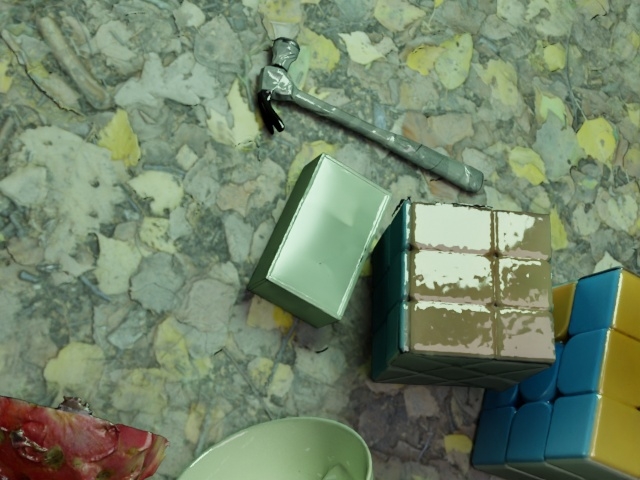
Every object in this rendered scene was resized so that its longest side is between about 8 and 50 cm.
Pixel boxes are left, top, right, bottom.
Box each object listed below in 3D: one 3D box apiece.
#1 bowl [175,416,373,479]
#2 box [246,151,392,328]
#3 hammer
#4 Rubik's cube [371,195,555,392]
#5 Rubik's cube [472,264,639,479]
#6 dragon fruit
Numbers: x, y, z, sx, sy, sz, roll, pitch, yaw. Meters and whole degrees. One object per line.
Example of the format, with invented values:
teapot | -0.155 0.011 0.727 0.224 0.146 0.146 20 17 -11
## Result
bowl | -0.052 0.364 1.197 0.277 0.277 0.145 -31 119 -28
box | 0.000 0.000 1.397 0.129 0.086 0.225 31 66 -14
hammer | 0.093 -0.183 1.513 0.426 0.044 0.152 21 70 -20
Rubik's cube | 0.201 0.087 1.363 0.221 0.231 0.225 5 71 -7
Rubik's cube | 0.449 0.247 1.430 0.291 0.290 0.292 24 67 -18
dragon fruit | -0.317 0.265 1.136 0.274 0.161 0.126 21 67 -21
